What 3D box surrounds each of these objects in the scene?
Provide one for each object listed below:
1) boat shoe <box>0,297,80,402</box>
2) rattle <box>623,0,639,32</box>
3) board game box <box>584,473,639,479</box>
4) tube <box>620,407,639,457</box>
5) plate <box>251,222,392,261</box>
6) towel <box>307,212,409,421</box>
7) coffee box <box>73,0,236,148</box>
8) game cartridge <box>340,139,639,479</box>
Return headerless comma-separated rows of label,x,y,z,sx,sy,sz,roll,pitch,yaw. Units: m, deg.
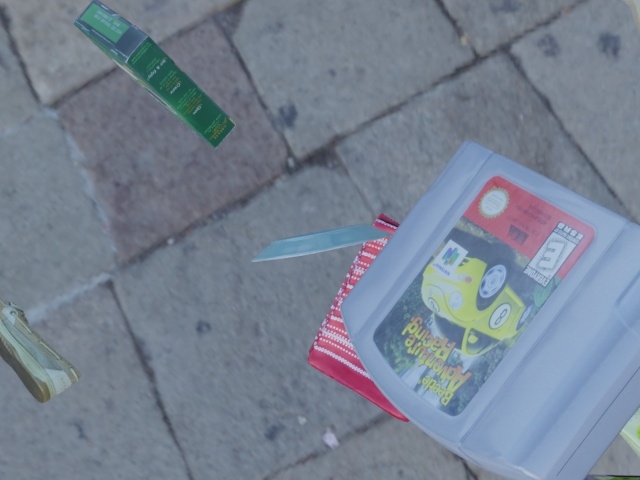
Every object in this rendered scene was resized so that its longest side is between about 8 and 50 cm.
boat shoe,-0.310,0.106,1.305,0.048,0.056,0.153,-28,52,-27
rattle,0.354,-0.254,1.300,0.199,0.143,0.130,33,94,14
board game box,0.401,0.273,1.215,0.208,0.347,0.056,-2,86,-6
tube,0.493,0.312,1.737,0.062,0.070,0.240,-39,91,7
plate,0.000,0.000,1.609,0.188,0.188,0.024,-10,92,11
towel,0.111,0.122,1.883,0.198,0.031,0.275,32,113,14
coffee box,-0.179,-0.181,1.356,0.040,0.184,0.113,-50,51,-3
game cartridge,0.123,0.048,0.872,0.196,0.060,0.294,-57,29,3
